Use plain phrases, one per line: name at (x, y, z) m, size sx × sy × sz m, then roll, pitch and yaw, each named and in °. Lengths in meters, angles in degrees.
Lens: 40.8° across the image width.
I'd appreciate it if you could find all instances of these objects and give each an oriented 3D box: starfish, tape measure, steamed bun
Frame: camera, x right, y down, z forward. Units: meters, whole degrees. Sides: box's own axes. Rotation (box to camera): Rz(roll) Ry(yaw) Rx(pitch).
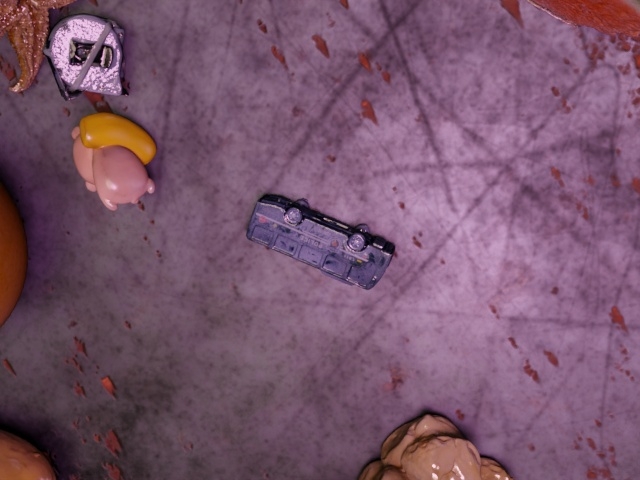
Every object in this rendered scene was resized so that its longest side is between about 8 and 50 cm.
starfish at (-0.326, -0.254, 0.923) m, size 0.043 × 0.227 × 0.240 m, roll 45°, pitch 139°, yaw 23°
tape measure at (-0.262, -0.205, 0.962) m, size 0.091 × 0.054 × 0.094 m, roll -9°, pitch 109°, yaw -19°
steamed bun at (0.126, 0.314, 0.997) m, size 0.192 × 0.106 × 0.177 m, roll -39°, pitch 92°, yaw 15°

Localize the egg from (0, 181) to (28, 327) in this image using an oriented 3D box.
egg at (-0.474, -0.010, 0.944) m, size 0.322 × 0.250 × 0.250 m, roll 43°, pitch 104°, yaw 6°

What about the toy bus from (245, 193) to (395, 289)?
toy bus at (0.000, 0.000, 0.981) m, size 0.165 × 0.047 × 0.065 m, roll 23°, pitch 109°, yaw 4°

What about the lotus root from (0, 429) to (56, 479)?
lotus root at (-0.489, 0.301, 1.064) m, size 0.342 × 0.151 × 0.169 m, roll 10°, pitch 84°, yaw 11°

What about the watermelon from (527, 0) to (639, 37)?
watermelon at (0.276, -0.309, 0.856) m, size 0.231 × 0.128 × 0.146 m, roll 33°, pitch 86°, yaw 3°

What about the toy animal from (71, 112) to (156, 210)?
toy animal at (-0.238, -0.088, 0.988) m, size 0.082 × 0.091 × 0.114 m, roll -27°, pitch 84°, yaw 40°
